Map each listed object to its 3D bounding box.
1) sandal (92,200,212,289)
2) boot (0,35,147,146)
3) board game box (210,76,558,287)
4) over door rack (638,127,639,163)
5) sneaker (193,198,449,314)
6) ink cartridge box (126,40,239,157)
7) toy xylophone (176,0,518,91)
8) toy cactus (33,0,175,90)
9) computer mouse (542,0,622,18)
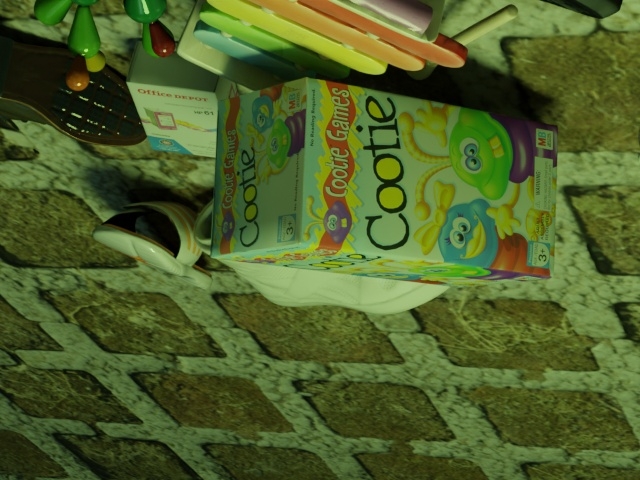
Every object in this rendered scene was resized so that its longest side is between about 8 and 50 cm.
[{"bbox_3d":[-0.172,-0.006,1.879,0.102,0.076,0.265,23,177,13],"label":"sandal"},{"bbox_3d":[-0.275,-0.149,1.659,0.219,0.082,0.106,22,174,-27],"label":"boot"},{"bbox_3d":[0.059,-0.044,1.493,0.275,0.144,0.142,7,172,-34],"label":"board game box"},{"bbox_3d":[0.445,-0.087,1.391,0.239,0.108,0.324,22,152,-19],"label":"over door rack"},{"bbox_3d":[0.000,0.000,1.762,0.292,0.108,0.169,-9,149,39],"label":"sneaker"},{"bbox_3d":[-0.127,-0.133,1.619,0.088,0.052,0.122,7,152,12],"label":"ink cartridge box"},{"bbox_3d":[0.017,-0.178,1.373,0.236,0.081,0.323,21,168,-11],"label":"toy xylophone"},{"bbox_3d":[-0.190,-0.223,1.436,0.180,0.112,0.219,-26,126,38],"label":"toy cactus"},{"bbox_3d":[0.132,-0.225,1.225,0.188,0.072,0.272,23,-174,-26],"label":"computer mouse"}]
